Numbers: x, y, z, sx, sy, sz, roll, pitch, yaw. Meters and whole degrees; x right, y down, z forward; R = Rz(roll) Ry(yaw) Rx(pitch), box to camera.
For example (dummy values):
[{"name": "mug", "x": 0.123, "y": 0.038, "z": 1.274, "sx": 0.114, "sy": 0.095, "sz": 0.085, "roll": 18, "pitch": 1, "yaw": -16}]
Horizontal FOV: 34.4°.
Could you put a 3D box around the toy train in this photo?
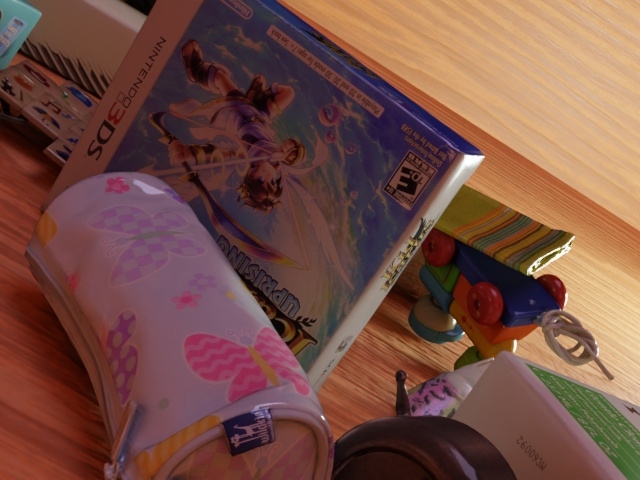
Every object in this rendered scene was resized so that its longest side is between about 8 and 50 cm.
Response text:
[{"name": "toy train", "x": 0.180, "y": 0.099, "z": 1.036, "sx": 0.105, "sy": 0.143, "sz": 0.248, "roll": -5, "pitch": 43, "yaw": -31}]

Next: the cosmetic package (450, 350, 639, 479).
[{"name": "cosmetic package", "x": 0.259, "y": 0.238, "z": 0.752, "sx": 0.365, "sy": 0.155, "sz": 0.197, "roll": 22, "pitch": 18, "yaw": -32}]

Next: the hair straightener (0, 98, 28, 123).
[{"name": "hair straightener", "x": -0.327, "y": -0.118, "z": 0.862, "sx": 0.089, "sy": 0.047, "sz": 0.230, "roll": 50, "pitch": 16, "yaw": 24}]

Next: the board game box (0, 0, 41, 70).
[{"name": "board game box", "x": -0.465, "y": -0.312, "z": 0.988, "sx": 0.336, "sy": 0.079, "sz": 0.254, "roll": 38, "pitch": 7, "yaw": 14}]

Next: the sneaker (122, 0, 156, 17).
[{"name": "sneaker", "x": -0.218, "y": -0.341, "z": 1.292, "sx": 0.343, "sy": 0.134, "sz": 0.146, "roll": 17, "pitch": 52, "yaw": 6}]

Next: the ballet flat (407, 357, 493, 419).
[{"name": "ballet flat", "x": 0.164, "y": 0.151, "z": 0.947, "sx": 0.221, "sy": 0.079, "sz": 0.077, "roll": 20, "pitch": 24, "yaw": -39}]

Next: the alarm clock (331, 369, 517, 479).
[{"name": "alarm clock", "x": 0.061, "y": 0.180, "z": 0.586, "sx": 0.064, "sy": 0.129, "sz": 0.192, "roll": 9, "pitch": 36, "yaw": -54}]

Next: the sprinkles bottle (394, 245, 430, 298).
[{"name": "sprinkles bottle", "x": 0.059, "y": -0.027, "z": 1.176, "sx": 0.355, "sy": 0.121, "sz": 0.121, "roll": 29, "pitch": 17, "yaw": -17}]

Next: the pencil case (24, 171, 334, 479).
[{"name": "pencil case", "x": -0.096, "y": 0.066, "z": 0.637, "sx": 0.124, "sy": 0.114, "sz": 0.273, "roll": -16, "pitch": 39, "yaw": -18}]

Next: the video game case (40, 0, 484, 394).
[{"name": "video game case", "x": -0.056, "y": -0.043, "z": 0.783, "sx": 0.269, "sy": 0.244, "sz": 0.061, "roll": 39, "pitch": 18, "yaw": 19}]

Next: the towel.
[{"name": "towel", "x": 0.135, "y": -0.037, "z": 1.058, "sx": 0.237, "sy": 0.021, "sz": 0.102, "roll": 30, "pitch": 31, "yaw": 27}]

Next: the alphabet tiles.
[{"name": "alphabet tiles", "x": -0.201, "y": -0.082, "z": 0.973, "sx": 0.237, "sy": 0.009, "sz": 0.198, "roll": 40, "pitch": 15, "yaw": -10}]

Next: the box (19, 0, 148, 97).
[{"name": "box", "x": -0.247, "y": -0.227, "z": 1.208, "sx": 0.275, "sy": 0.094, "sz": 0.113, "roll": 29, "pitch": 17, "yaw": -14}]
